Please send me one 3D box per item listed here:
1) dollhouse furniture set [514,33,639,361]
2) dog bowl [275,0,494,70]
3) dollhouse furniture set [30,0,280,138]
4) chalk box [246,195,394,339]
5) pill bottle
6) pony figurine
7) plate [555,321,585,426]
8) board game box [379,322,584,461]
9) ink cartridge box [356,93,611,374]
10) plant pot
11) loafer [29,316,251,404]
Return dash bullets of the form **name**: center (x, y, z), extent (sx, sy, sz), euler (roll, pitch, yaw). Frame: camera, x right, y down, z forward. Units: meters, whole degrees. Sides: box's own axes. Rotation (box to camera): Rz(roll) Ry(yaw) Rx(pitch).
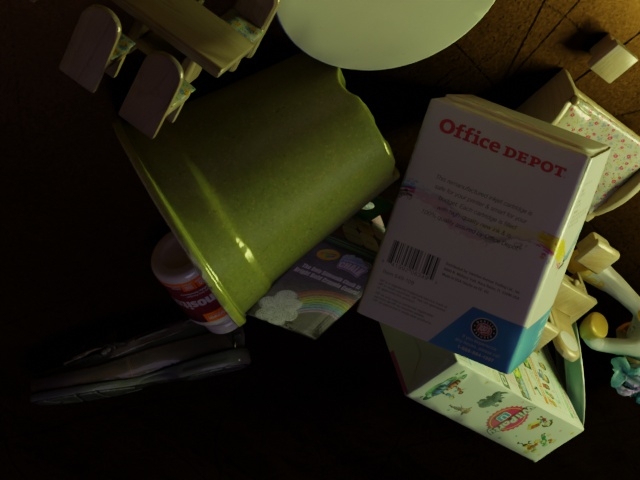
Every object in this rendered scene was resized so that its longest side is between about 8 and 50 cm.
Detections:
- **dollhouse furniture set**: center (0.356, -0.033, 1.989), extent (0.303, 0.174, 0.355), euler (29, 122, -32)
- **dog bowl**: center (0.064, -0.311, 1.651), extent (0.264, 0.104, 0.265), euler (-10, 140, -8)
- **dollhouse furniture set**: center (-0.169, -0.263, 1.517), extent (0.242, 0.212, 0.161), euler (37, 129, 5)
- **chalk box**: center (0.000, 0.000, 1.965), extent (0.132, 0.132, 0.213), euler (23, 125, -37)
- **pill bottle**: center (-0.152, 0.056, 2.006), extent (0.086, 0.086, 0.152), euler (-24, 140, 8)
- **pony figurine**: center (0.553, 0.142, 2.257), extent (0.351, 0.303, 0.363), euler (1, 153, 30)
- **plate**: center (0.362, 0.186, 2.265), extent (0.024, 0.188, 0.188), euler (-4, 140, 3)
- **board game box**: center (0.212, 0.155, 2.143), extent (0.097, 0.224, 0.303), euler (-39, 135, 24)
- **ink cartridge box**: center (0.198, -0.016, 1.839), extent (0.270, 0.198, 0.197), euler (-71, 165, 12)
- **plant pot**: center (-0.059, -0.084, 1.774), extent (0.254, 0.276, 0.276), euler (-32, 139, -1)
- **loafer**: center (-0.249, 0.155, 2.103), extent (0.302, 0.095, 0.109), euler (-11, 170, -1)
